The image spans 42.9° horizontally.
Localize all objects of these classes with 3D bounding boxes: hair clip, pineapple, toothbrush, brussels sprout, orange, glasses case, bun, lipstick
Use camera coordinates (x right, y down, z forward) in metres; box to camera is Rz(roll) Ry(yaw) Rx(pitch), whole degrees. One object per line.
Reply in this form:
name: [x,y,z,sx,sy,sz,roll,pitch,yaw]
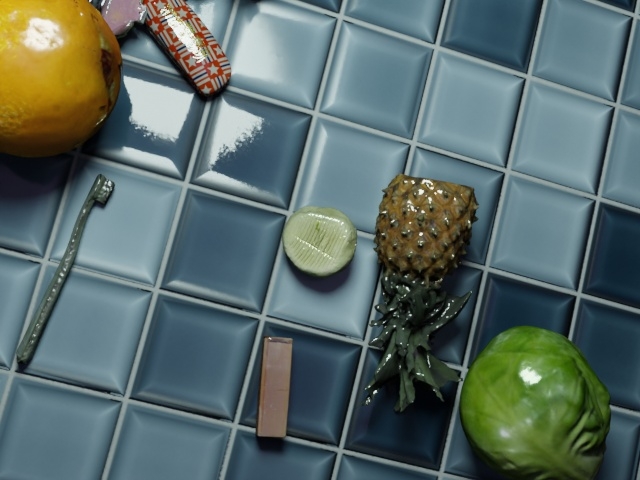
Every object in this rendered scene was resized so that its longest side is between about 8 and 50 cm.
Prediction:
hair clip: [-0.316,-0.388,1.215,0.146,0.056,0.187,13,92,13]
pineapple: [0.148,0.087,1.234,0.165,0.165,0.365,6,92,-10]
toothbrush: [-0.373,0.042,1.189,0.030,0.030,0.297,25,80,-17]
brussels sprout: [0.319,0.249,1.208,0.243,0.244,0.244,1,84,-10]
orange: [-0.392,-0.233,1.104,0.246,0.246,0.246,1,84,-10]
glasses case: [-0.209,-0.312,1.243,0.073,0.049,0.194,-39,92,-12]
bun: [0.000,0.000,1.242,0.115,0.069,0.115,0,92,9]
lipstick: [-0.069,0.218,1.220,0.045,0.045,0.146,5,85,-11]
